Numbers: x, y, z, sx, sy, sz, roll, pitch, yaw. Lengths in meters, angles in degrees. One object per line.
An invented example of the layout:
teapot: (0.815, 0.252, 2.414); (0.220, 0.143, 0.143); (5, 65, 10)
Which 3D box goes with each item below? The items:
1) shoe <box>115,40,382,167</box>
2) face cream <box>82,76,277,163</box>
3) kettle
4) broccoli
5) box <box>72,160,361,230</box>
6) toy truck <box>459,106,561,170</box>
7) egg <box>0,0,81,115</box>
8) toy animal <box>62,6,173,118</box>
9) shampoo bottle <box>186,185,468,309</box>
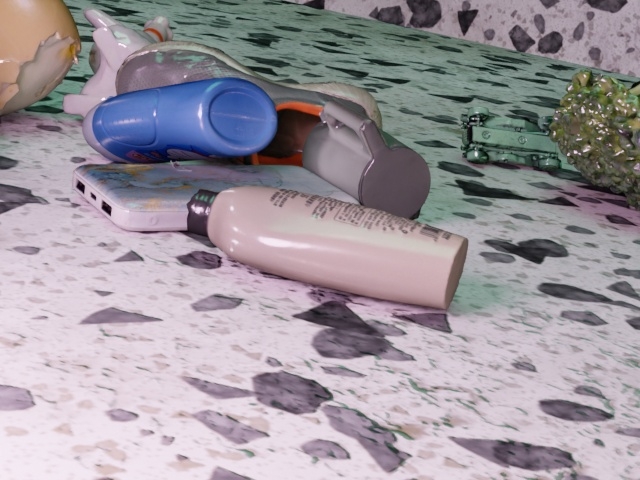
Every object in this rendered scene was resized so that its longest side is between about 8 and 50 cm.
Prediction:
shoe: (-0.096, -0.139, 1.634); (0.336, 0.132, 0.171); (13, 24, 2)
face cream: (-0.170, -0.129, 1.495); (0.149, 0.083, 0.264); (6, -4, -40)
kettle: (0.052, -0.092, 1.511); (0.098, 0.127, 0.148); (-2, 18, -24)
broccoli: (0.475, -0.128, 1.748); (0.324, 0.272, 0.334); (50, 11, 0)
box: (-0.106, -0.046, 1.412); (0.285, 0.044, 0.142); (-1, 22, -33)
toy truck: (0.270, -0.139, 1.941); (0.154, 0.080, 0.078); (5, -11, -17)
egg: (-0.424, -0.260, 1.671); (0.244, 0.201, 0.201); (39, 16, -2)
toy animal: (-0.270, -0.236, 1.840); (0.138, 0.141, 0.282); (15, 17, -14)
shampoo bottle: (0.000, 0.000, 1.227); (0.256, 0.078, 0.127); (15, 21, 14)
